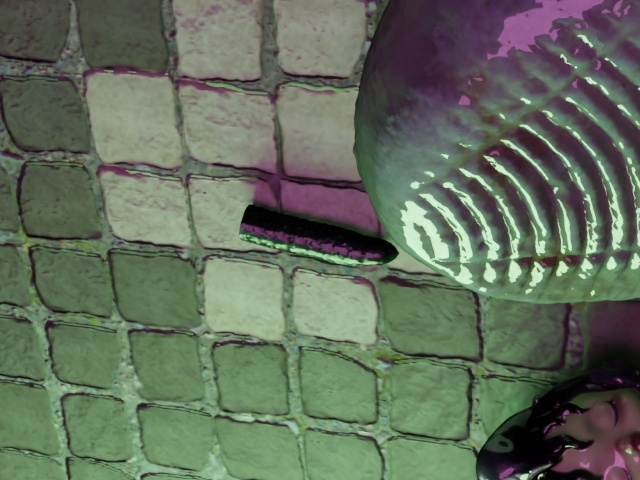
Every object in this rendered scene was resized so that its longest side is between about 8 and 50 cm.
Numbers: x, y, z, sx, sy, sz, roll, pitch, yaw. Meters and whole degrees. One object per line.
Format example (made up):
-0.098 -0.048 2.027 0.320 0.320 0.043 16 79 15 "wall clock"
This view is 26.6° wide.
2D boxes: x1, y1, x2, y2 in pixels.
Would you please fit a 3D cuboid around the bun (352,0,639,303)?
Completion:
0.180 -0.107 0.884 0.355 0.194 0.354 -3 139 -3 "bun"

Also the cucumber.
0.000 0.000 1.117 0.133 0.032 0.032 13 122 10 "cucumber"

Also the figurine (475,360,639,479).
0.234 0.166 1.090 0.222 0.145 0.145 -10 116 11 "figurine"
